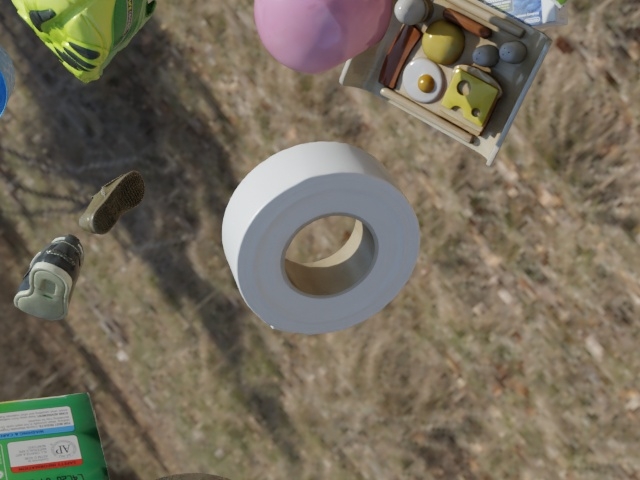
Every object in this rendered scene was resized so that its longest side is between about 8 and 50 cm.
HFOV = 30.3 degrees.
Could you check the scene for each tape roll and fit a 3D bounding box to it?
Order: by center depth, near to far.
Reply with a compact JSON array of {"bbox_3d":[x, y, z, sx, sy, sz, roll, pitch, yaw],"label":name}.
[{"bbox_3d":[0.000,0.000,1.755,0.286,0.286,0.100,51,-174,-36],"label":"tape roll"}]

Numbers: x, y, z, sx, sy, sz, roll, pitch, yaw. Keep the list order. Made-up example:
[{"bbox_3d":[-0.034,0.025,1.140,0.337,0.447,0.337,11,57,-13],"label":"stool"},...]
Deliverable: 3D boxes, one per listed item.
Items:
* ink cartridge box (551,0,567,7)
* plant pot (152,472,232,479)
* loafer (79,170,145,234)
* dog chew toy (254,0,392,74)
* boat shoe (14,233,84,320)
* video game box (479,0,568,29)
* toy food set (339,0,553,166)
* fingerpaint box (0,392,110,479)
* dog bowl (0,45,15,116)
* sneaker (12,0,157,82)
[{"bbox_3d":[0.346,-0.438,1.704,0.189,0.255,0.097,45,159,11],"label":"ink cartridge box"},{"bbox_3d":[-0.166,0.492,1.553,0.256,0.256,0.274,51,-172,-25],"label":"plant pot"},{"bbox_3d":[-0.321,-0.061,1.808,0.148,0.050,0.056,-51,-49,-50],"label":"loafer"},{"bbox_3d":[-0.037,-0.411,1.715,0.331,0.207,0.206,60,176,-9],"label":"dog chew toy"},{"bbox_3d":[-0.409,0.062,1.799,0.084,0.079,0.233,24,150,-13],"label":"boat shoe"},{"bbox_3d":[0.303,-0.433,1.937,0.205,0.187,0.048,-3,178,40],"label":"video game box"},{"bbox_3d":[0.195,-0.282,1.892,0.306,0.219,0.092,33,-156,23],"label":"toy food set"},{"bbox_3d":[-0.498,0.392,1.436,0.163,0.445,0.371,-118,32,-47],"label":"fingerpaint box"},{"bbox_3d":[-0.640,-0.310,1.962,0.297,0.166,0.074,34,-148,-9],"label":"dog bowl"},{"bbox_3d":[-0.192,-0.210,1.031,0.109,0.123,0.295,49,173,-19],"label":"sneaker"}]
